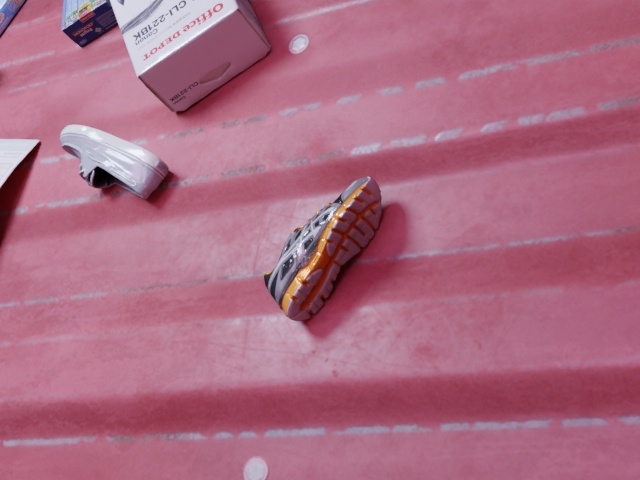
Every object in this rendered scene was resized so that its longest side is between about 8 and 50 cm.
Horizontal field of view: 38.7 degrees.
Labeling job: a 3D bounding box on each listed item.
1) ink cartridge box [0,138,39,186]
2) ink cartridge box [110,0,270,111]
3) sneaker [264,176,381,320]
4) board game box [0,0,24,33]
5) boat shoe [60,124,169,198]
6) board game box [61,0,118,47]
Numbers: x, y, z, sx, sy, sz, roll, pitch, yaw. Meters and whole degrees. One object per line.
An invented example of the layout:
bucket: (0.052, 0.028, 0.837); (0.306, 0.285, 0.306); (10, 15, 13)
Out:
ink cartridge box: (-0.680, -0.017, 1.606); (0.308, 0.091, 0.385); (4, 51, 30)
ink cartridge box: (-0.224, -0.376, 1.496); (0.197, 0.114, 0.272); (-32, 56, 11)
sneaker: (0.000, 0.000, 1.210); (0.083, 0.084, 0.215); (35, 86, 41)
board game box: (-0.662, -0.493, 1.838); (0.160, 0.039, 0.211); (27, 81, 35)
boat shoe: (-0.347, -0.123, 1.458); (0.228, 0.079, 0.081); (20, 72, 31)
board game box: (-0.396, -0.483, 1.676); (0.194, 0.060, 0.194); (-29, 57, 13)
